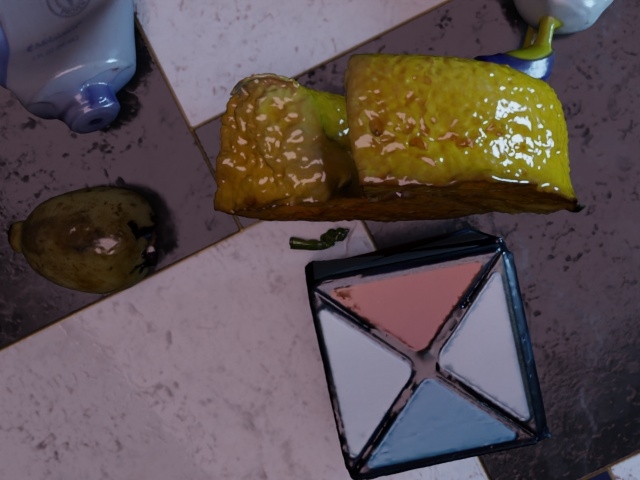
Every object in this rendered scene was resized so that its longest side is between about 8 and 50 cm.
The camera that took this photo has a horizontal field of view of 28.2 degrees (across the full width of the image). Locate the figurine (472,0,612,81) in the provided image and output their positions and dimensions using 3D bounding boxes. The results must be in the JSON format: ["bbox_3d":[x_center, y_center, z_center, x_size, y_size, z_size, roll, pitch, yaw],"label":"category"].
[{"bbox_3d":[0.282,-0.370,1.570,0.193,0.154,0.421,3,97,-3],"label":"figurine"}]

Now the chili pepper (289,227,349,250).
[{"bbox_3d":[0.000,0.000,1.675,0.083,0.022,0.027,-12,96,7],"label":"chili pepper"}]

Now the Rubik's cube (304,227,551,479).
[{"bbox_3d":[0.122,0.130,1.571,0.250,0.248,0.247,-12,95,2],"label":"Rubik's cube"}]

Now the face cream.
[{"bbox_3d":[-0.365,-0.335,1.628,0.234,0.137,0.420,-25,82,5],"label":"face cream"}]

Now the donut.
[{"bbox_3d":[0.099,-0.112,1.502,0.377,0.435,0.164,5,84,-38],"label":"donut"}]

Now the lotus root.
[{"bbox_3d":[-0.306,0.001,1.638,0.214,0.138,0.138,-3,95,13],"label":"lotus root"}]
